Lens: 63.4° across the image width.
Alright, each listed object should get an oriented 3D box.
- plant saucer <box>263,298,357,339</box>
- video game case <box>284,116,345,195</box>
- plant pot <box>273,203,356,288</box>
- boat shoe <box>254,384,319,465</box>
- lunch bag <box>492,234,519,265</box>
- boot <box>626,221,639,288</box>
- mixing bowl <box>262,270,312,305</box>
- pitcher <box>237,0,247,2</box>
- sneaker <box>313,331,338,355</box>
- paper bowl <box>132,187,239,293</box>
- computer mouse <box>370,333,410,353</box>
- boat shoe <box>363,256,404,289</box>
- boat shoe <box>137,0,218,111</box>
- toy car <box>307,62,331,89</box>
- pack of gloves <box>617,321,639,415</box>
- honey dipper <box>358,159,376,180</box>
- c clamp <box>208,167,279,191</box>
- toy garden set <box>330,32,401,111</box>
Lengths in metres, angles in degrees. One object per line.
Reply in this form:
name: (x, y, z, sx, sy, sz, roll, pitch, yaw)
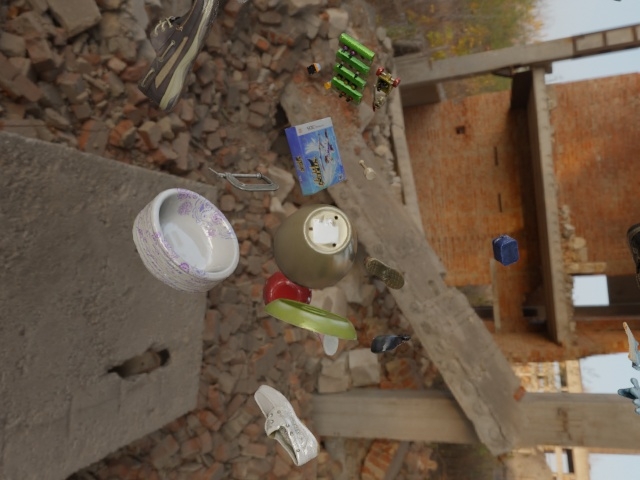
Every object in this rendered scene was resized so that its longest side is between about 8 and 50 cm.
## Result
plant saucer: (-0.020, 0.186, 1.266, 0.241, 0.241, 0.037, 24, 83, -69)
video game case: (-0.013, -0.342, 2.081, 0.244, 0.061, 0.269, -30, 109, -49)
plant pot: (0.000, 0.000, 1.471, 0.274, 0.257, 0.256, 128, -39, -78)
boat shoe: (-0.123, 0.553, 1.560, 0.096, 0.277, 0.098, -21, 139, -40)
lunch bag: (0.623, 0.029, 1.757, 0.065, 0.067, 0.098, -131, -154, -66)
boot: (0.978, 0.158, 1.434, 0.377, 0.138, 0.284, 56, 31, -25)
mixing bowl: (-0.123, 0.195, 1.846, 0.098, 0.182, 0.181, 26, 59, -88)
pitcher: (-0.155, -0.615, 1.091, 0.126, 0.177, 0.207, 9, 119, -40)
sneaker: (0.013, 0.290, 1.577, 0.051, 0.070, 0.134, 10, 59, -31)
paper bowl: (-0.372, 0.013, 1.404, 0.284, 0.148, 0.284, 39, 31, -29)
computer mouse: (0.316, 0.484, 2.509, 0.272, 0.189, 0.072, -4, 83, -67)
boat shoe: (0.223, 0.108, 1.813, 0.178, 0.064, 0.060, 34, 10, -23)
boat shoe: (-0.374, -0.506, 1.333, 0.355, 0.130, 0.132, -58, -163, 22)
toy car: (0.000, -0.598, 1.896, 0.041, 0.060, 0.122, -31, 87, -26)
pack of gloves: (0.722, 0.314, 1.208, 0.232, 0.046, 0.194, 31, 55, -47)
honey dipper: (0.131, -0.211, 1.523, 0.160, 0.031, 0.030, -109, -174, -66)
c clamp: (-0.194, -0.163, 1.362, 0.161, 0.137, 0.022, -1, 120, -37)
toy garden set: (0.119, -0.456, 1.514, 0.049, 0.204, 0.244, -52, 173, -17)
